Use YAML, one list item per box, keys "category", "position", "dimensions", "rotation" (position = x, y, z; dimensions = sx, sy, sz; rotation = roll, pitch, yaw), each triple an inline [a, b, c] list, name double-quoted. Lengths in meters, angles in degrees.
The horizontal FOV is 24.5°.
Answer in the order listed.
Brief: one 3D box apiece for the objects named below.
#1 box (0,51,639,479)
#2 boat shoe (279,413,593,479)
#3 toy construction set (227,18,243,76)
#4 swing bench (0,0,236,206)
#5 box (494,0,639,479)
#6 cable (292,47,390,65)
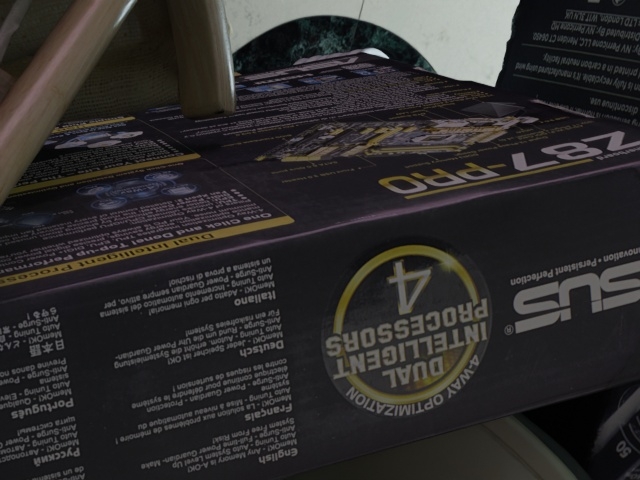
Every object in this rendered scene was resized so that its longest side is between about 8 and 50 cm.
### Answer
- category: "box"
  position: [-0.091, 0.009, 0.612]
  dimensions: [0.395, 0.097, 0.318]
  rotation: [-13, 15, -20]
- category: "boat shoe"
  position: [0.016, 0.092, 0.693]
  dimensions: [0.319, 0.116, 0.099]
  rotation: [15, 8, 43]
- category: "toy construction set"
  position: [-0.176, -0.031, 1.026]
  dimensions: [0.237, 0.257, 0.309]
  rotation: [-38, 16, -25]
- category: "swing bench"
  position: [-0.199, -0.082, 0.509]
  dimensions: [0.253, 0.165, 0.255]
  rotation: [-4, 18, 20]
- category: "box"
  position: [0.248, 0.044, 0.766]
  dimensions: [0.343, 0.312, 0.179]
  rotation: [12, 8, -25]
- category: "cable"
  position: [0.038, -0.027, 1.188]
  dimensions: [0.089, 0.257, 0.257]
  rotation: [-12, 3, 21]
